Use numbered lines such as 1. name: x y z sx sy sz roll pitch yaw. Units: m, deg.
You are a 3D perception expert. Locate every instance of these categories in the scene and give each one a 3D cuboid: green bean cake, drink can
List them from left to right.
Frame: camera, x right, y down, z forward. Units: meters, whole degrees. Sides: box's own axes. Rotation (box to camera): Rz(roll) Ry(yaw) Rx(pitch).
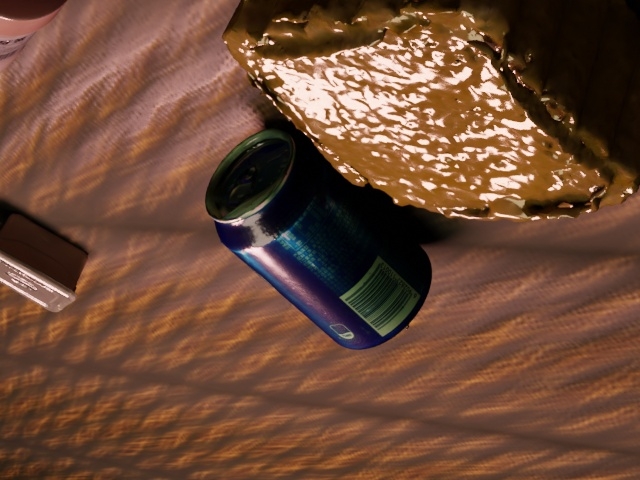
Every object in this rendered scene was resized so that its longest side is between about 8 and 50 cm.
1. drink can: 0.000 0.000 1.269 0.118 0.118 0.205 -1 144 45
2. green bean cake: 0.079 -0.118 0.929 0.224 0.131 0.230 2 151 46

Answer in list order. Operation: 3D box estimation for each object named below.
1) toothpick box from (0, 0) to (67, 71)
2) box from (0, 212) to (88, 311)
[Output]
1. toothpick box: -0.254 -0.191 1.137 0.098 0.098 0.149 33 156 -17
2. box: -0.333 0.024 1.710 0.122 0.062 0.089 33 156 -15
